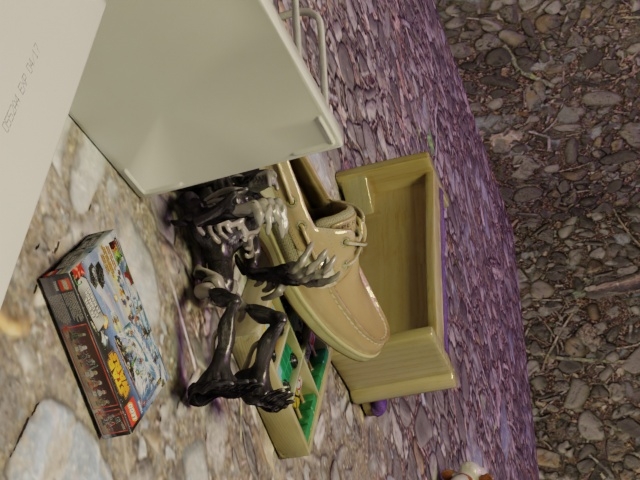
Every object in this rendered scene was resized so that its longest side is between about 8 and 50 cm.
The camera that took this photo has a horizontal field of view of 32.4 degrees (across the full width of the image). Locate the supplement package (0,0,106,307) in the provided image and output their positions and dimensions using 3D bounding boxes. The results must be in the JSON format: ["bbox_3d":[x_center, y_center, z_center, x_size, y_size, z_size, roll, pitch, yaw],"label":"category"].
[{"bbox_3d":[-0.235,-0.105,0.528,0.261,0.145,0.204,-86,158,-45],"label":"supplement package"}]

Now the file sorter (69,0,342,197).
[{"bbox_3d":[-0.122,-0.198,0.899,0.277,0.193,0.173,56,24,-52],"label":"file sorter"}]

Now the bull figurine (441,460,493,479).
[{"bbox_3d":[0.236,0.484,1.770,0.310,0.101,0.188,-34,113,-73],"label":"bull figurine"}]

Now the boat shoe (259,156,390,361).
[{"bbox_3d":[0.000,0.000,1.199,0.302,0.098,0.109,57,24,-14],"label":"boat shoe"}]

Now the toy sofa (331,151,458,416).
[{"bbox_3d":[0.113,0.062,1.572,0.362,0.150,0.177,-86,156,-43],"label":"toy sofa"}]

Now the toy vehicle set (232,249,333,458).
[{"bbox_3d":[-0.034,0.097,1.253,0.267,0.035,0.166,-75,149,-57],"label":"toy vehicle set"}]

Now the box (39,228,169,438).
[{"bbox_3d":[-0.164,0.071,0.851,0.094,0.027,0.137,-62,137,-68],"label":"box"}]

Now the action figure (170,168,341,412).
[{"bbox_3d":[-0.063,0.018,1.038,0.164,0.141,0.275,30,51,-54],"label":"action figure"}]
